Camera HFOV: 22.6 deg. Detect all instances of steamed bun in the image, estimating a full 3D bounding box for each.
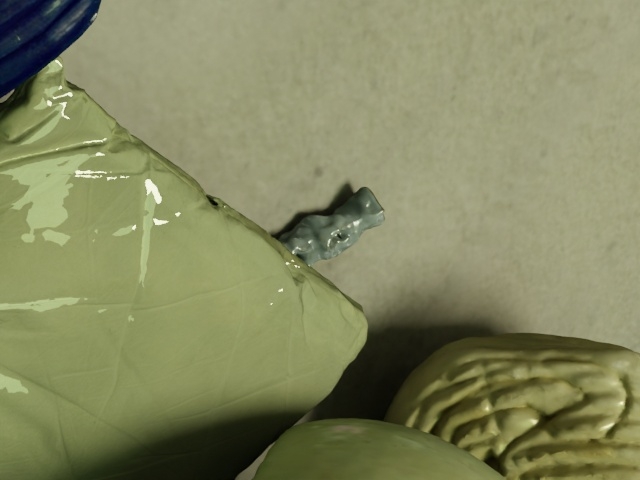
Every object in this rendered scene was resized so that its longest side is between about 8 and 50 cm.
[{"bbox_3d":[0.143,0.205,1.073,0.203,0.276,0.289,-6,96,-65],"label":"steamed bun"}]

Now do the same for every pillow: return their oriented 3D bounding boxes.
[{"bbox_3d":[-0.144,0.074,0.815,0.281,0.076,0.274,-47,132,4],"label":"pillow"}]

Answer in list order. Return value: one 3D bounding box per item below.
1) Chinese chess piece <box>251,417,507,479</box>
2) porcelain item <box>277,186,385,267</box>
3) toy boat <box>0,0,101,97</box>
[{"bbox_3d":[0.008,0.269,0.838,0.349,0.146,0.349,14,90,-80],"label":"Chinese chess piece"},{"bbox_3d":[0.000,0.000,0.973,0.083,0.028,0.036,-36,137,-12],"label":"porcelain item"},{"bbox_3d":[-0.229,-0.135,0.616,0.318,0.072,0.219,21,123,-38],"label":"toy boat"}]
